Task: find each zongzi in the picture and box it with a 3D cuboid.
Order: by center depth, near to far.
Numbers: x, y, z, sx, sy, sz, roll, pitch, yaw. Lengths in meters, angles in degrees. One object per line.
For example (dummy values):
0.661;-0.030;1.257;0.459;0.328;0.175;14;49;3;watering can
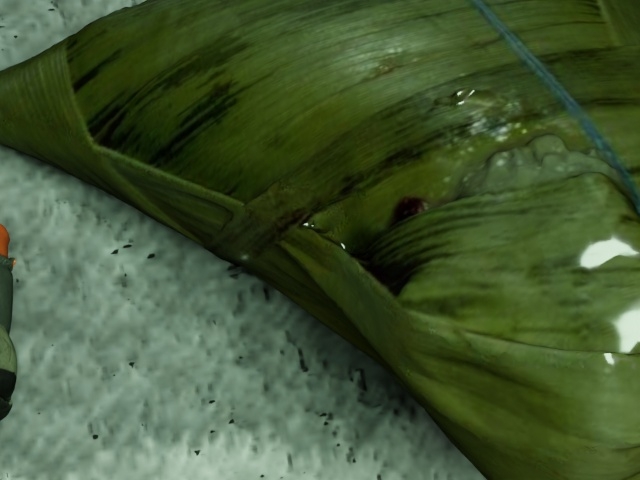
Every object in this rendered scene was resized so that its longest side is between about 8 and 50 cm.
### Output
0.000;0.000;0.439;0.274;0.125;0.251;-12;46;-2;zongzi

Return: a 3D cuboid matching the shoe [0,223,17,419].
-0.198;0.010;0.457;0.194;0.074;0.077;16;62;-18;shoe
